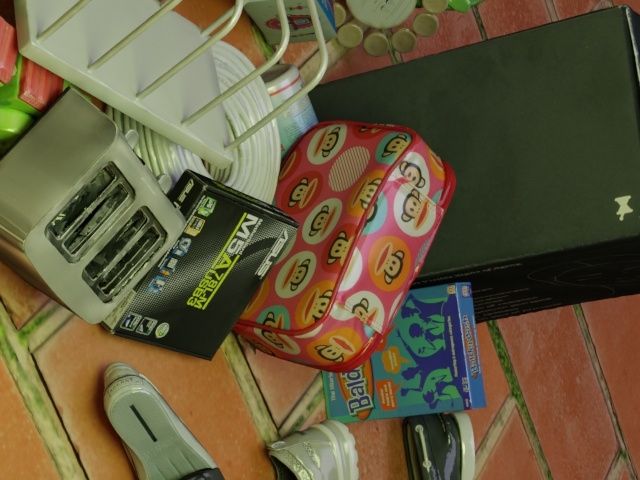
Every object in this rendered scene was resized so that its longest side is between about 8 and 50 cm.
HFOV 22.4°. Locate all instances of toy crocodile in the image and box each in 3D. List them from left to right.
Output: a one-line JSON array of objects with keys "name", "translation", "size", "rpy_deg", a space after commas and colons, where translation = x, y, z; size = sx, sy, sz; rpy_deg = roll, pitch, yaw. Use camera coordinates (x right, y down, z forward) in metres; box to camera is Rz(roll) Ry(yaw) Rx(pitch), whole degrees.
[{"name": "toy crocodile", "translation": [-0.323, -0.173, 1.534], "size": [0.340, 0.105, 0.115], "rpy_deg": [37, 51, -50]}]

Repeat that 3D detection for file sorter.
[{"name": "file sorter", "translation": [-0.147, -0.239, 1.614], "size": [0.277, 0.173, 0.193], "rpy_deg": [30, 36, -42]}]

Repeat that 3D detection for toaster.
[{"name": "toaster", "translation": [-0.240, -0.028, 1.563], "size": [0.186, 0.110, 0.168], "rpy_deg": [-48, 142, -13]}]

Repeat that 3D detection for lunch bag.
[{"name": "lunch bag", "translation": [0.000, 0.000, 1.894], "size": [0.120, 0.258, 0.293], "rpy_deg": [40, 71, -36]}]

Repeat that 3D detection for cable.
[{"name": "cable", "translation": [-0.141, -0.107, 1.843], "size": [0.257, 0.089, 0.257], "rpy_deg": [14, 69, -58]}]

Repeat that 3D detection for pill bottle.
[{"name": "pill bottle", "translation": [-0.043, -0.133, 2.021], "size": [0.087, 0.087, 0.160], "rpy_deg": [-50, 124, -53]}]

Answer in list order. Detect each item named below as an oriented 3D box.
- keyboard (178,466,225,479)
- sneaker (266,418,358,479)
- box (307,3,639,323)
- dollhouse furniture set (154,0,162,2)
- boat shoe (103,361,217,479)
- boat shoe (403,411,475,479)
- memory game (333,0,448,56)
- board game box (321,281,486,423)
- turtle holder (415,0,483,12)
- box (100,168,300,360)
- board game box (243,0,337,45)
[{"name": "keyboard", "translation": [-0.122, 0.410, 1.692], "size": [0.201, 0.033, 0.317], "rpy_deg": [-35, 112, -27]}, {"name": "sneaker", "translation": [-0.016, 0.360, 1.942], "size": [0.115, 0.105, 0.281], "rpy_deg": [-6, 88, -30]}, {"name": "box", "translation": [0.295, -0.078, 2.194], "size": [0.471, 0.479, 0.297], "rpy_deg": [10, 71, -59]}, {"name": "dollhouse furniture set", "translation": [-0.152, -0.391, 1.719], "size": [0.161, 0.212, 0.242], "rpy_deg": [-45, 165, -33]}, {"name": "boat shoe", "translation": [-0.164, 0.218, 1.715], "size": [0.076, 0.083, 0.226], "rpy_deg": [-119, -172, -57]}, {"name": "boat shoe", "translation": [0.159, 0.385, 2.214], "size": [0.114, 0.091, 0.303], "rpy_deg": [131, -42, -70]}, {"name": "memory game", "translation": [0.083, -0.334, 2.206], "size": [0.012, 0.186, 0.186], "rpy_deg": [-80, 147, -55]}, {"name": "board game box", "translation": [0.099, 0.145, 2.058], "size": [0.047, 0.210, 0.160], "rpy_deg": [2, 79, -59]}, {"name": "turtle holder", "translation": [0.124, -0.461, 2.295], "size": [0.227, 0.320, 0.243], "rpy_deg": [-143, -111, -76]}, {"name": "box", "translation": [-0.132, 0.031, 1.756], "size": [0.191, 0.045, 0.184], "rpy_deg": [-56, 144, 7]}, {"name": "board game box", "translation": [-0.052, -0.417, 2.010], "size": [0.224, 0.097, 0.303], "rpy_deg": [37, 48, -80]}]
